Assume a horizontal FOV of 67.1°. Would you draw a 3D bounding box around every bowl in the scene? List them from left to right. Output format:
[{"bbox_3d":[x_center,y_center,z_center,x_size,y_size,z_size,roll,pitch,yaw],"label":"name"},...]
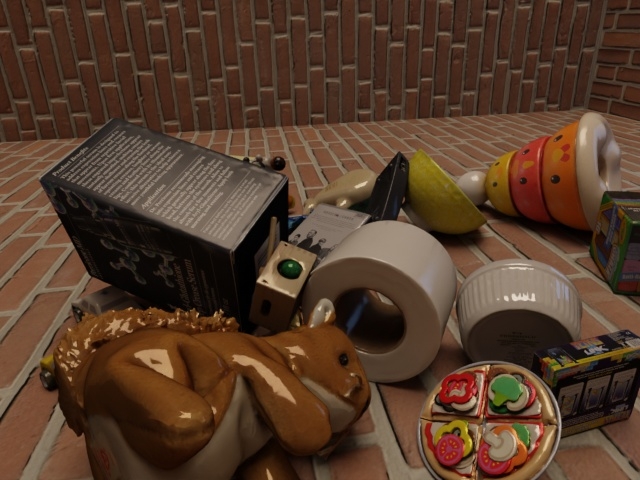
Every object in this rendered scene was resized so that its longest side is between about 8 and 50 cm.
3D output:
[{"bbox_3d":[0.328,-0.111,1.408,0.156,0.289,0.289,-42,20,13],"label":"bowl"}]

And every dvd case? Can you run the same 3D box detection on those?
[{"bbox_3d":[0.000,0.000,1.263,0.179,0.029,0.238,18,55,39],"label":"dvd case"}]

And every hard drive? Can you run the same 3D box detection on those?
[{"bbox_3d":[0.180,-0.109,1.356,0.054,0.172,0.254,24,59,-9],"label":"hard drive"}]

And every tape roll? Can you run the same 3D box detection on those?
[{"bbox_3d":[0.110,0.105,0.866,0.246,0.246,0.169,8,25,22],"label":"tape roll"}]

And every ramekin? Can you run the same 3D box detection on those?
[{"bbox_3d":[0.335,0.144,0.820,0.207,0.207,0.109,5,34,15],"label":"ramekin"}]

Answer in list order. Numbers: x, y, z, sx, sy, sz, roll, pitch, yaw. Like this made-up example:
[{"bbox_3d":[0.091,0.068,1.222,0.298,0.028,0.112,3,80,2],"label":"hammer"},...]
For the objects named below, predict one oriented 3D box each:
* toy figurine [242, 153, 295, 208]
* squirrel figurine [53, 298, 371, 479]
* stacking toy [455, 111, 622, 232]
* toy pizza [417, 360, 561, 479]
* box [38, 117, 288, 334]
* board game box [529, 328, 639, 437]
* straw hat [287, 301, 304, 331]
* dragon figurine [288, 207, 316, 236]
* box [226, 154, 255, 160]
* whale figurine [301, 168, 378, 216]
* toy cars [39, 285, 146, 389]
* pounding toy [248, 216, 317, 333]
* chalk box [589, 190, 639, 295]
[{"bbox_3d":[-0.189,-0.170,1.556,0.148,0.212,0.210,-2,16,32],"label":"toy figurine"},{"bbox_3d":[-0.133,0.189,0.676,0.397,0.280,0.371,22,27,38],"label":"squirrel figurine"},{"bbox_3d":[0.638,-0.171,1.494,0.480,0.350,0.351,-6,15,42],"label":"stacking toy"},{"bbox_3d":[0.223,0.249,0.669,0.201,0.032,0.201,-27,31,18],"label":"toy pizza"},{"bbox_3d":[-0.281,-0.022,0.960,0.396,0.293,0.212,20,51,14],"label":"box"},{"bbox_3d":[0.390,0.216,0.716,0.171,0.141,0.048,-8,27,-15],"label":"board game box"},{"bbox_3d":[-0.056,0.153,0.986,0.145,0.144,0.061,-25,-10,-41],"label":"straw hat"},{"bbox_3d":[-0.092,-0.028,1.378,0.144,0.085,0.289,5,23,17],"label":"dragon figurine"},{"bbox_3d":[-0.361,-0.192,1.668,0.243,0.117,0.213,8,43,25],"label":"box"},{"bbox_3d":[0.076,-0.123,1.567,0.272,0.141,0.216,-23,27,13],"label":"whale figurine"},{"bbox_3d":[-0.436,0.175,0.938,0.177,0.087,0.393,-6,24,-10],"label":"toy cars"},{"bbox_3d":[-0.073,0.061,0.843,0.100,0.141,0.130,22,44,4],"label":"pounding toy"},{"bbox_3d":[0.760,0.018,1.101,0.180,0.179,0.289,5,26,14],"label":"chalk box"}]
